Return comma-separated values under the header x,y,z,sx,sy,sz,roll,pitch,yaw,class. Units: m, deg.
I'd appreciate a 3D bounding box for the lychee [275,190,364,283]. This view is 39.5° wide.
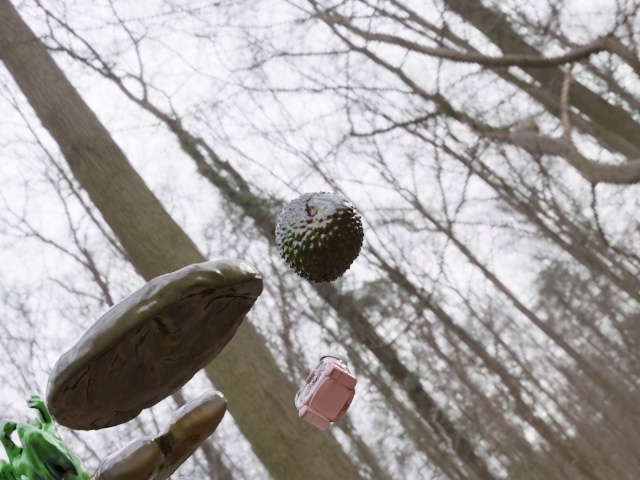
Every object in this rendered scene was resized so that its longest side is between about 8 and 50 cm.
x,y,z,sx,sy,sz,roll,pitch,yaw,class
0.000,0.000,1.532,0.171,0.171,0.171,-31,-34,-23,lychee

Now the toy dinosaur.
x,y,z,sx,sy,sz,roll,pitch,yaw,class
-0.415,0.479,1.572,0.144,0.374,0.500,-39,-68,-27,toy dinosaur

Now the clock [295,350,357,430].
x,y,z,sx,sy,sz,roll,pitch,yaw,class
0.014,0.337,2.008,0.166,0.093,0.162,-58,11,2,clock

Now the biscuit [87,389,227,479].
x,y,z,sx,sy,sz,roll,pitch,yaw,class
-0.275,0.349,1.371,0.237,0.062,0.290,-28,-14,-45,biscuit

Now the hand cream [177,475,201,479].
x,y,z,sx,sy,sz,roll,pitch,yaw,class
-0.234,0.517,1.814,0.043,0.065,0.170,-60,-39,-14,hand cream

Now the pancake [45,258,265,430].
x,y,z,sx,sy,sz,roll,pitch,yaw,class
-0.160,0.100,0.878,0.242,0.050,0.242,-32,-24,-16,pancake
